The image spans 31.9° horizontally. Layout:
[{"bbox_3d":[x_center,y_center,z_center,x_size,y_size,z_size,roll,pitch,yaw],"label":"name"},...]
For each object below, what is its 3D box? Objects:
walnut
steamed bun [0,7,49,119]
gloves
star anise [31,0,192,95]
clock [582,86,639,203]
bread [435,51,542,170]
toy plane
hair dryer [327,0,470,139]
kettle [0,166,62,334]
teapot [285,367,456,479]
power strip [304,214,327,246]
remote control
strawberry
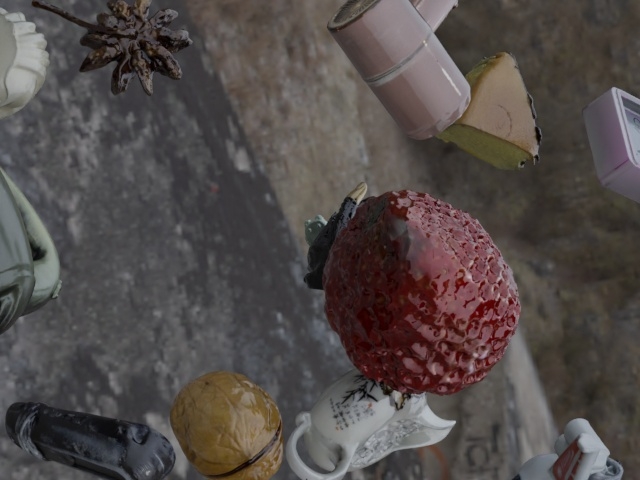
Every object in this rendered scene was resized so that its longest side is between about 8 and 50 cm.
[{"bbox_3d":[-0.118,0.253,1.487,0.180,0.144,0.144,33,-31,55],"label":"walnut"},{"bbox_3d":[-0.471,-0.249,1.606,0.106,0.183,0.183,52,32,-68],"label":"steamed bun"},{"bbox_3d":[0.038,-0.007,1.799,0.129,0.106,0.180,161,-64,-82],"label":"gloves"},{"bbox_3d":[-0.310,-0.294,1.673,0.073,0.234,0.177,89,-6,-71],"label":"star anise"},{"bbox_3d":[0.478,-0.123,1.621,0.197,0.063,0.150,20,49,-29],"label":"clock"},{"bbox_3d":[0.288,-0.195,1.797,0.160,0.140,0.169,38,71,-15],"label":"bread"},{"bbox_3d":[0.261,0.313,1.174,0.252,0.118,0.252,-177,-90,-82],"label":"toy plane"},{"bbox_3d":[0.160,-0.302,1.460,0.189,0.107,0.344,50,53,-20],"label":"hair dryer"},{"bbox_3d":[-0.445,-0.025,1.326,0.324,0.228,0.321,53,17,10],"label":"kettle"},{"bbox_3d":[0.064,0.295,1.746,0.300,0.208,0.166,-25,72,-40],"label":"teapot"},{"bbox_3d":[0.000,0.000,1.884,0.083,0.055,0.035,66,24,2],"label":"power strip"},{"bbox_3d":[-0.297,0.252,1.369,0.066,0.266,0.090,-43,128,-47],"label":"remote control"},{"bbox_3d":[0.123,0.071,1.570,0.310,0.292,0.291,13,66,-48],"label":"strawberry"}]
